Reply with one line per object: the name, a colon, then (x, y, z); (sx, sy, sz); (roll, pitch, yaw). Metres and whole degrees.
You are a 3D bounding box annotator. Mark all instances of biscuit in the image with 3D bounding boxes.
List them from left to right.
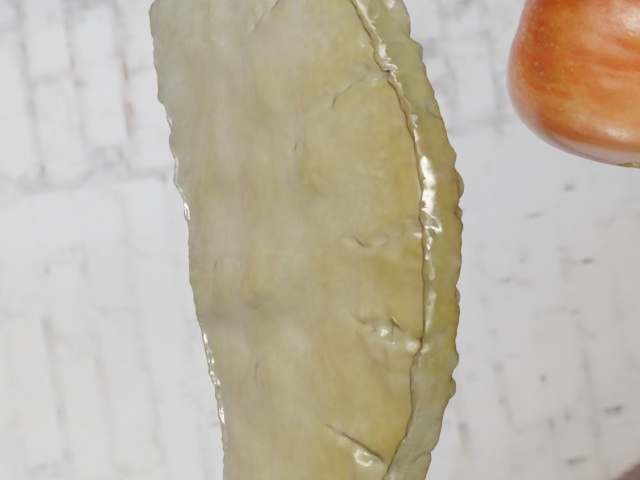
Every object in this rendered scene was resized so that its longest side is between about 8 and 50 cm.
biscuit: (-0.001, 0.000, 0.659); (0.141, 0.038, 0.290); (-11, 85, 50)

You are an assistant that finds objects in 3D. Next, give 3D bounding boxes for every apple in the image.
apple: (0.313, -0.185, 1.749); (0.242, 0.241, 0.242); (-47, -35, -47)
